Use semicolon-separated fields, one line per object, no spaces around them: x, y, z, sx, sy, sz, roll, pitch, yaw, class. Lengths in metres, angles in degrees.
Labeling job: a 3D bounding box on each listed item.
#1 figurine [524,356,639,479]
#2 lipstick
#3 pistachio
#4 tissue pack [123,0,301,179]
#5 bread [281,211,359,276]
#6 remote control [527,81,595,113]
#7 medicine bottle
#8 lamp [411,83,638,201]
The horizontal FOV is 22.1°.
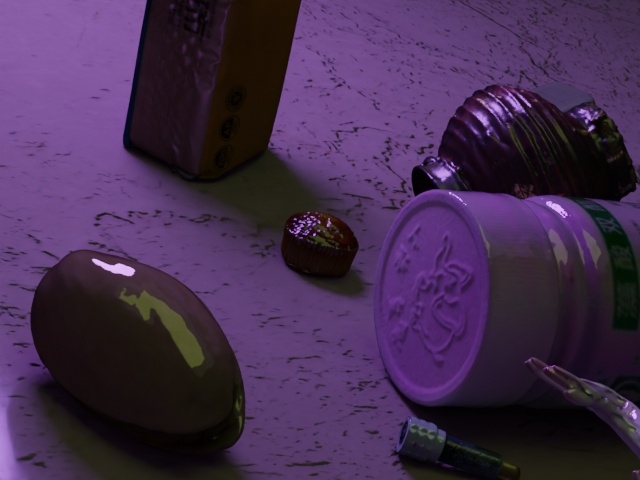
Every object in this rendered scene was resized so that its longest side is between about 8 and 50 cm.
0.285;0.224;1.344;0.284;0.206;0.316;34;23;19;figurine
0.127;0.192;1.460;0.116;0.037;0.037;20;25;-5;lipstick
-0.153;0.093;1.383;0.226;0.136;0.136;39;31;24;pistachio
-0.115;-0.227;1.886;0.134;0.271;0.192;22;25;19;tissue pack
0.000;0.000;1.744;0.085;0.053;0.085;15;25;-7;bread
0.307;-0.184;2.349;0.090;0.038;0.309;27;26;22;remote control
0.240;0.061;1.593;0.325;0.212;0.212;5;28;-28;medicine bottle
0.228;-0.060;1.811;0.247;0.247;0.247;15;25;-7;lamp
